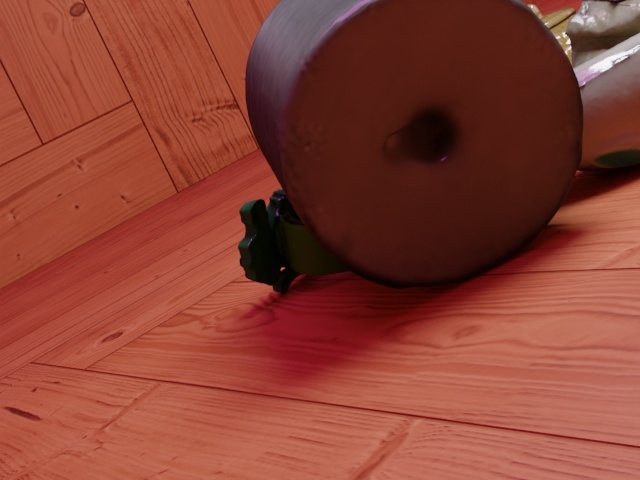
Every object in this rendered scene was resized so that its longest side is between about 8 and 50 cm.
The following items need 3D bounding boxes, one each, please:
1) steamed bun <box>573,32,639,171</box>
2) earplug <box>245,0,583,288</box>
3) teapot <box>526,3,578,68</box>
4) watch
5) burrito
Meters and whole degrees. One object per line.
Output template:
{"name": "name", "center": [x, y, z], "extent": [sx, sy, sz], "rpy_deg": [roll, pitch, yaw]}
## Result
{"name": "steamed bun", "center": [0.343, -0.154, 1.468], "extent": [0.228, 0.131, 0.177], "rpy_deg": [-31, 3, -12]}
{"name": "earplug", "center": [0.073, -0.150, 1.445], "extent": [0.312, 0.313, 0.394], "rpy_deg": [-26, 20, -4]}
{"name": "teapot", "center": [0.320, -0.254, 1.847], "extent": [0.311, 0.167, 0.203], "rpy_deg": [-30, 3, 1]}
{"name": "watch", "center": [0.000, 0.000, 1.613], "extent": [0.152, 0.131, 0.165], "rpy_deg": [7, 24, 35]}
{"name": "burrito", "center": [0.473, -0.243, 1.582], "extent": [0.190, 0.135, 0.332], "rpy_deg": [2, 6, -41]}
